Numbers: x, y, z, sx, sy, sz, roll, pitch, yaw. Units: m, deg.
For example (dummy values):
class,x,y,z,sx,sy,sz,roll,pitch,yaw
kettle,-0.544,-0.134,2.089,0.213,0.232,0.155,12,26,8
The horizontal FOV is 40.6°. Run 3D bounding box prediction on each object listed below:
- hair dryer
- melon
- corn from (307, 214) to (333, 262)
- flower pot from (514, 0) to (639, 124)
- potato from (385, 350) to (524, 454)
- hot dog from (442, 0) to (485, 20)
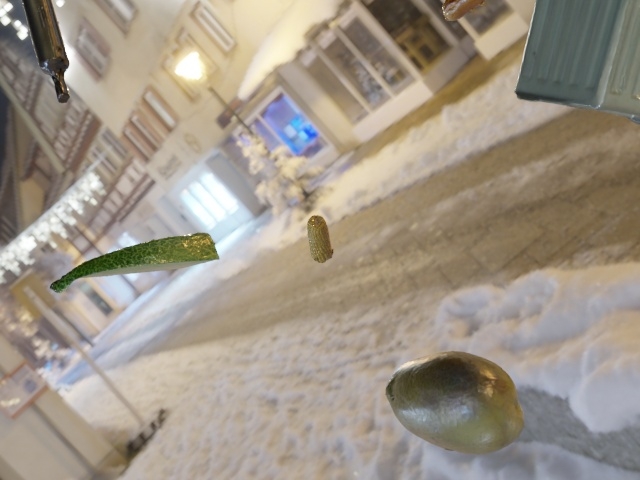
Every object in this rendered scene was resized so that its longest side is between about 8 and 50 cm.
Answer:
class,x,y,z,sx,sy,sz,roll,pitch,yaw
hair dryer,-0.315,-0.273,1.032,0.078,0.248,0.196,-25,-14,36
melon,-0.299,0.037,1.376,0.262,0.053,0.114,-12,-9,-20
corn,0.000,0.000,1.013,0.028,0.027,0.083,-18,-34,-6
flower pot,0.342,-0.223,0.929,0.239,0.209,0.189,-6,-70,-61
potato,0.209,0.258,1.403,0.251,0.174,0.159,-5,18,43
hot dog,0.279,-0.435,1.493,0.165,0.045,0.071,-30,24,29
